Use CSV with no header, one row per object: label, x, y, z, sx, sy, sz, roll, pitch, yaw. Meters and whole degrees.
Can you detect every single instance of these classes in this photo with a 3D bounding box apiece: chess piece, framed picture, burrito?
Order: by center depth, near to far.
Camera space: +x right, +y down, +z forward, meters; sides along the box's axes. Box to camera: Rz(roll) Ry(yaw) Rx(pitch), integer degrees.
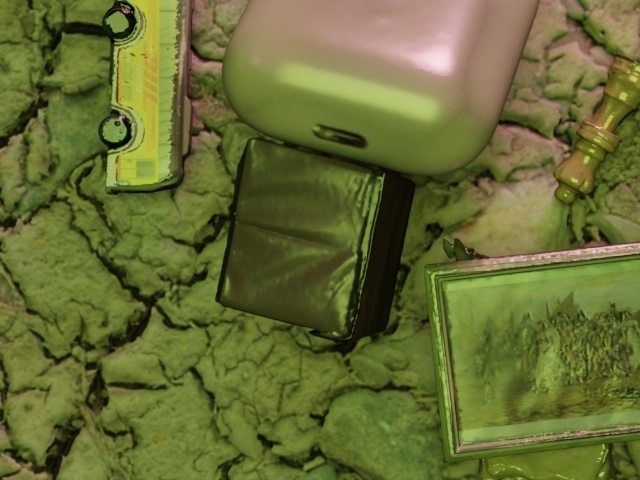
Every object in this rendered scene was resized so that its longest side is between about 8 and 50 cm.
framed picture,0.252,0.115,1.708,0.274,0.017,0.217,-8,91,-2
burrito,0.240,0.158,1.766,0.175,0.107,0.348,-8,90,-7
chess piece,0.307,-0.116,1.782,0.060,0.060,0.172,29,96,8

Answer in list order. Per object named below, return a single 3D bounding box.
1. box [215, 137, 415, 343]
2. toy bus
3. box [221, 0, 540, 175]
box,0.000,0.000,1.724,0.153,0.252,0.188,13,94,11
toy bus,-0.195,-0.183,1.841,0.106,0.092,0.268,3,89,-1
box,0.069,-0.223,1.703,0.288,0.141,0.349,14,49,9
